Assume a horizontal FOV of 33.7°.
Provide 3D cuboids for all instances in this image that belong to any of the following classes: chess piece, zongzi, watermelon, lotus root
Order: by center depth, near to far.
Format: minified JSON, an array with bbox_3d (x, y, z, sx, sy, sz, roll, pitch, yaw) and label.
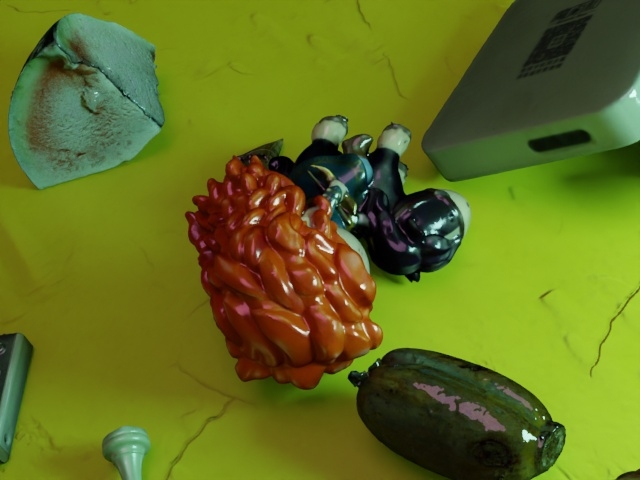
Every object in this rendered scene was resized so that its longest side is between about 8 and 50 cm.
[{"bbox_3d":[0.149,0.199,1.180,0.241,0.123,0.124,21,43,27],"label":"lotus root"},{"bbox_3d":[-0.220,0.297,1.257,0.059,0.059,0.149,-21,53,-1],"label":"chess piece"},{"bbox_3d":[-0.099,-0.127,1.596,0.076,0.040,0.083,-8,37,19],"label":"zongzi"},{"bbox_3d":[-0.359,-0.195,1.640,0.213,0.320,0.290,31,95,8],"label":"watermelon"}]

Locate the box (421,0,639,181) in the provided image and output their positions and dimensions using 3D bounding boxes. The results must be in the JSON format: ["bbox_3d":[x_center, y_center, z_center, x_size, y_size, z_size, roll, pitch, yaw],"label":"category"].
[{"bbox_3d":[0.346,-0.244,1.426,0.367,0.090,0.373,-8,40,52],"label":"box"}]

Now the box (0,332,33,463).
[{"bbox_3d":[-0.533,0.220,1.423,0.270,0.045,0.211,-7,50,11],"label":"box"}]

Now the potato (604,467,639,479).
[{"bbox_3d":[0.226,0.343,0.961,0.237,0.301,0.288,0,17,38],"label":"potato"}]

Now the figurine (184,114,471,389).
[{"bbox_3d":[0.010,-0.002,1.353,0.306,0.241,0.411,44,52,15],"label":"figurine"}]
